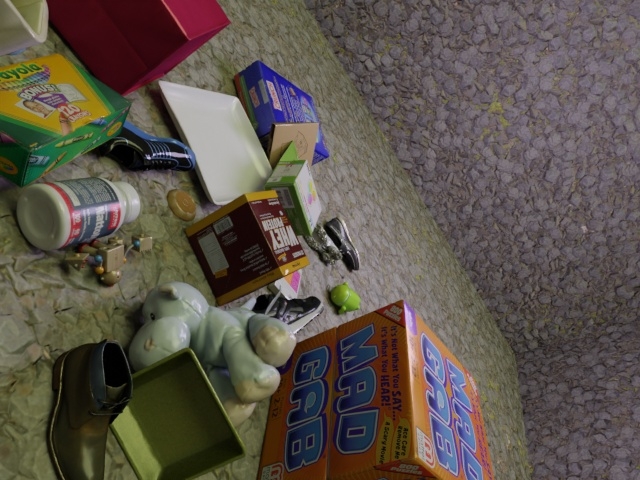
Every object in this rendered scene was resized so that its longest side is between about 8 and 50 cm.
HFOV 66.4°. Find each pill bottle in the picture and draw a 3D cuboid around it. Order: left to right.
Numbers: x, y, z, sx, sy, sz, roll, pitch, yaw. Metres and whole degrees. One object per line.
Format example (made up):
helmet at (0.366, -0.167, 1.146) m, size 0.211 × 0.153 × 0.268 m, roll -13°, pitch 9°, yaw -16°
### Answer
pill bottle at (-0.404, -0.053, 0.840) m, size 0.108 × 0.108 × 0.180 m, roll 62°, pitch 26°, yaw -1°

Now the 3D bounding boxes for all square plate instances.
square plate at (-0.268, -0.255, 1.346) m, size 0.344 × 0.049 × 0.347 m, roll -17°, pitch 81°, yaw -63°

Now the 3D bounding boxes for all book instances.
book at (-0.092, 0.105, 1.344) m, size 0.096 × 0.035 × 0.144 m, roll 51°, pitch 28°, yaw -28°

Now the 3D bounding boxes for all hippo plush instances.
hippo plush at (-0.197, 0.161, 0.871) m, size 0.236 × 0.234 × 0.294 m, roll 34°, pitch 55°, yaw -27°

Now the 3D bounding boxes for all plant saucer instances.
plant saucer at (-0.229, 0.279, 0.770) m, size 0.188 × 0.188 × 0.045 m, roll 62°, pitch 11°, yaw -1°
plant saucer at (-0.317, -0.085, 1.134) m, size 0.083 × 0.015 × 0.083 m, roll 43°, pitch 32°, yaw -36°

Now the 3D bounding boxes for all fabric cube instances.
fabric cube at (-0.411, -0.518, 1.103) m, size 0.258 × 0.259 × 0.254 m, roll 54°, pitch 27°, yaw -21°

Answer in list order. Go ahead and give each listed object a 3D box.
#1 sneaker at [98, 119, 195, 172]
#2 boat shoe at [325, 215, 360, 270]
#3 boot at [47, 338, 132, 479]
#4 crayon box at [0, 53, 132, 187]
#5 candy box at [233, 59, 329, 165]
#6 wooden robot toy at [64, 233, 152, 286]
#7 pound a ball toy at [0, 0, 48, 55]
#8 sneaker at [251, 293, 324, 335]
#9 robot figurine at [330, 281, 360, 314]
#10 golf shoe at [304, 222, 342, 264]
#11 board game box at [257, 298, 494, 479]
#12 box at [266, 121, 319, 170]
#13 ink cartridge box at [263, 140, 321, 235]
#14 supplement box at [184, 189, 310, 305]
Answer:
sneaker at (-0.373, -0.183, 1.061) m, size 0.232 × 0.081 × 0.090 m, roll 19°, pitch 52°, yaw -46°
boat shoe at (0.077, 0.019, 1.723) m, size 0.065 × 0.075 × 0.206 m, roll -24°, pitch 93°, yaw -21°
boot at (-0.325, 0.249, 0.700) m, size 0.082 × 0.106 × 0.219 m, roll 15°, pitch 52°, yaw -56°
crayon box at (-0.476, -0.216, 0.834) m, size 0.165 × 0.081 × 0.278 m, roll 33°, pitch 32°, yaw -7°
candy box at (-0.127, -0.420, 1.674) m, size 0.317 × 0.122 × 0.268 m, roll 18°, pitch 52°, yaw -57°
wooden robot toy at (-0.379, 0.041, 0.876) m, size 0.173 × 0.076 × 0.079 m, roll -35°, pitch 132°, yaw -64°
pound a ball toy at (-0.531, -0.244, 0.629) m, size 0.136 × 0.319 × 0.208 m, roll 70°, pitch 1°, yaw -58°
sneaker at (-0.091, 0.171, 1.200) m, size 0.124 × 0.107 × 0.283 m, roll 57°, pitch 29°, yaw 2°
robot figurine at (0.078, 0.181, 1.539) m, size 0.115 × 0.067 × 0.101 m, roll 39°, pitch 46°, yaw -39°
golf shoe at (0.000, 0.000, 1.596) m, size 0.176 × 0.069 × 0.086 m, roll 55°, pitch 7°, yaw -22°
board game box at (0.129, 0.422, 1.079) m, size 0.356 × 0.356 × 0.356 m, roll 47°, pitch 30°, yaw -29°
box at (-0.091, -0.294, 1.553) m, size 0.021 × 0.164 × 0.201 m, roll 30°, pitch 29°, yaw 33°
ink cartridge box at (-0.060, -0.165, 1.472) m, size 0.255 × 0.097 × 0.189 m, roll -68°, pitch 149°, yaw -45°
supplement box at (-0.165, 0.016, 1.113) m, size 0.194 × 0.191 × 0.129 m, roll 65°, pitch 26°, yaw 3°
